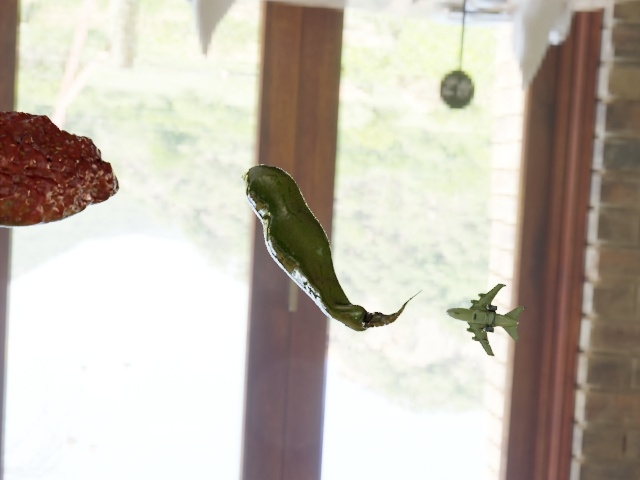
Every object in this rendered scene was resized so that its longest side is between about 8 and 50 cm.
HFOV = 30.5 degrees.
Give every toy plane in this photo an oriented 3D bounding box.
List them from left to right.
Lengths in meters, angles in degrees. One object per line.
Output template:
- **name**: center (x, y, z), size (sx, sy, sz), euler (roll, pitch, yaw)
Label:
- **toy plane**: center (0.227, 0.107, 1.632), size (0.111, 0.102, 0.040), euler (9, 174, 17)

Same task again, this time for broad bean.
- **broad bean**: center (-0.008, 0.008, 1.434), size (0.318, 0.098, 0.056), euler (42, 179, 33)

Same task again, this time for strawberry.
- **strawberry**: center (-0.308, -0.078, 1.206), size (0.228, 0.098, 0.174), euler (5, -156, -22)
